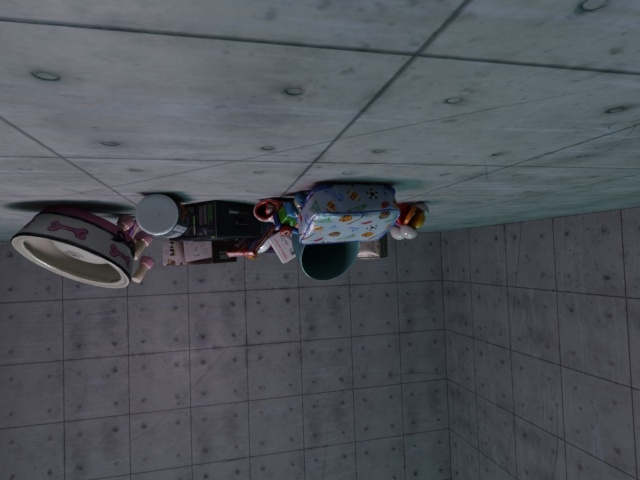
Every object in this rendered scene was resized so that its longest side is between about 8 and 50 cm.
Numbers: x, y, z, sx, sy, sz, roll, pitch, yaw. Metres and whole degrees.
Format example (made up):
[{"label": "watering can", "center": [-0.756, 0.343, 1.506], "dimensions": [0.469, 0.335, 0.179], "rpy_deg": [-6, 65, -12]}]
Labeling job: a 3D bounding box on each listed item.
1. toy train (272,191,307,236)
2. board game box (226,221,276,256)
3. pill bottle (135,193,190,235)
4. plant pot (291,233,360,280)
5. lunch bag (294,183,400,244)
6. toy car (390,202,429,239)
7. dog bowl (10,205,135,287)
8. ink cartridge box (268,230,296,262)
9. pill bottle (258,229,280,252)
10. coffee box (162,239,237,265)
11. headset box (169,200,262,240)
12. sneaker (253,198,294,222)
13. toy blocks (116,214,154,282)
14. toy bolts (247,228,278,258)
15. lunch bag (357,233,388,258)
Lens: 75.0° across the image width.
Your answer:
[{"label": "toy train", "center": [-0.024, -0.071, 1.416], "dimensions": [0.248, 0.105, 0.143], "rpy_deg": [18, 130, -37]}, {"label": "board game box", "center": [-0.257, -0.036, 1.726], "dimensions": [0.145, 0.027, 0.281], "rpy_deg": [-5, -143, 35]}, {"label": "pill bottle", "center": [-0.507, -0.075, 1.375], "dimensions": [0.130, 0.131, 0.245], "rpy_deg": [-2, 178, -7]}, {"label": "plant pot", "center": [0.000, 0.000, 1.927], "dimensions": [0.293, 0.293, 0.235], "rpy_deg": [-1, -151, -28]}, {"label": "lunch bag", "center": [0.073, -0.073, 1.278], "dimensions": [0.303, 0.115, 0.243], "rpy_deg": [-1, 155, -19]}, {"label": "toy car", "center": [0.350, -0.096, 1.748], "dimensions": [0.136, 0.159, 0.182], "rpy_deg": [35, 166, -17]}, {"label": "dog bowl", "center": [-0.881, 0.026, 1.544], "dimensions": [0.407, 0.150, 0.408], "rpy_deg": [9, 152, 5]}, {"label": "ink cartridge box", "center": [-0.144, -0.001, 2.179], "dimensions": [0.218, 0.159, 0.092], "rpy_deg": [-32, -176, -7]}, {"label": "pill bottle", "center": [-0.299, -0.020, 2.341], "dimensions": [0.181, 0.182, 0.323], "rpy_deg": [-3, 178, 29]}, {"label": "coffee box", "center": [-0.550, 0.050, 1.901], "dimensions": [0.297, 0.119, 0.168], "rpy_deg": [-4, 177, 28]}, {"label": "headset box", "center": [-0.396, -0.069, 1.611], "dimensions": [0.283, 0.131, 0.246], "rpy_deg": [-4, 178, 32]}, {"label": "sneaker", "center": [-0.103, -0.104, 1.492], "dimensions": [0.270, 0.090, 0.145], "rpy_deg": [0, -179, 16]}, {"label": "toy blocks", "center": [-0.887, -0.022, 1.868], "dimensions": [0.309, 0.260, 0.288], "rpy_deg": [22, 144, -6]}, {"label": "toy bolts", "center": [-0.280, -0.035, 2.057], "dimensions": [0.158, 0.218, 0.228], "rpy_deg": [-9, -165, 13]}, {"label": "lunch bag", "center": [0.215, -0.011, 2.302], "dimensions": [0.287, 0.235, 0.169], "rpy_deg": [-3, 180, 26]}]
